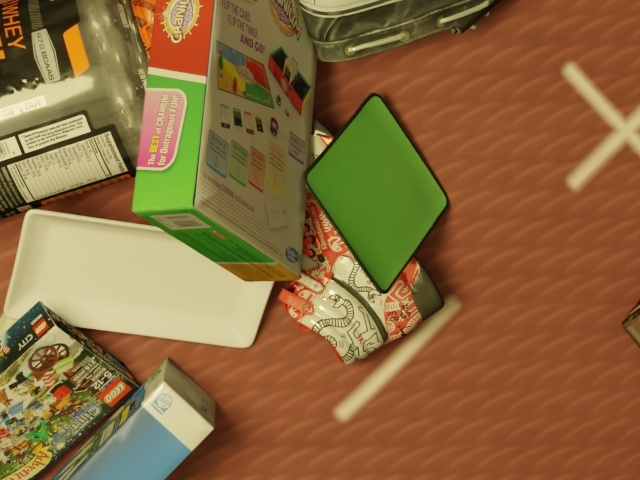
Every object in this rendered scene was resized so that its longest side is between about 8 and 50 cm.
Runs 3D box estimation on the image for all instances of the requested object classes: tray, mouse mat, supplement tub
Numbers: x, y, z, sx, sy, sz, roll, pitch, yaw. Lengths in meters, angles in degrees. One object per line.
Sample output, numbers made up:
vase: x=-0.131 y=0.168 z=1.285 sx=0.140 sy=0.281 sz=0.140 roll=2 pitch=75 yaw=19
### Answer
tray: x=-0.185 y=0.036 z=1.836 sx=0.270 sy=0.030 sz=0.145 roll=9 pitch=125 yaw=-16
mouse mat: x=0.060 y=-0.051 z=1.810 sx=0.007 sy=0.189 sz=0.152 roll=-22 pitch=109 yaw=37
supplement tub: x=-0.294 y=-0.137 z=1.769 sx=0.338 sy=0.207 sz=0.207 roll=-18 pitch=96 yaw=-1

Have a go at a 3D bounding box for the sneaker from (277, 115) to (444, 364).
sneaker: x=0.001 y=0.001 z=1.851 sx=0.145 sy=0.090 sz=0.270 roll=-35 pitch=99 yaw=-2

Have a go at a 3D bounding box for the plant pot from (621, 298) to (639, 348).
plant pot: x=0.416 y=0.106 z=1.849 sx=0.167 sy=0.167 sz=0.165 roll=-43 pitch=89 yaw=3

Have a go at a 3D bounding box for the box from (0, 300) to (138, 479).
box: x=-0.324 y=0.185 z=1.835 sx=0.233 sy=0.044 sz=0.159 roll=-42 pitch=140 yaw=3

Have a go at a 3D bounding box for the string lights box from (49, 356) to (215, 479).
string lights box: x=-0.224 y=0.251 z=1.848 sx=0.077 sy=0.133 sz=0.259 roll=44 pitch=93 yaw=-7

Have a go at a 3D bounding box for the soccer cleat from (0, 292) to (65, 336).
soccer cleat: x=-0.330 y=0.120 z=1.860 sx=0.068 sy=0.076 sz=0.196 roll=40 pitch=93 yaw=-5

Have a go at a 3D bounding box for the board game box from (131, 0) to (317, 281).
board game box: x=-0.082 y=-0.143 z=1.710 sx=0.064 sy=0.242 sz=0.316 roll=-3 pitch=71 yaw=23

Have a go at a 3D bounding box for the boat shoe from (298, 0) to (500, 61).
boat shoe: x=0.130 y=-0.273 z=1.821 sx=0.335 sy=0.121 sz=0.119 roll=-16 pitch=132 yaw=-13
